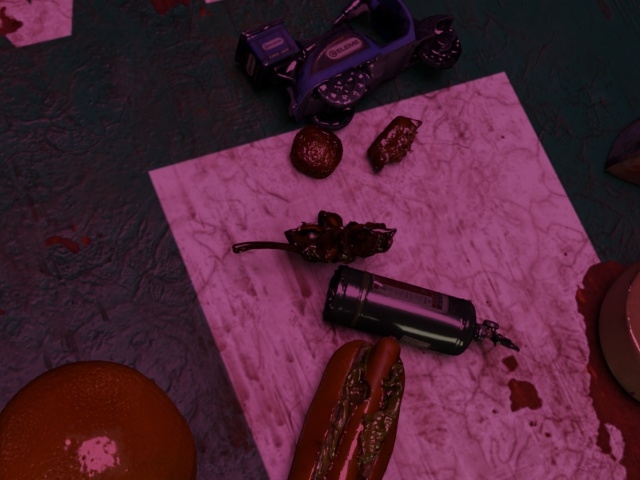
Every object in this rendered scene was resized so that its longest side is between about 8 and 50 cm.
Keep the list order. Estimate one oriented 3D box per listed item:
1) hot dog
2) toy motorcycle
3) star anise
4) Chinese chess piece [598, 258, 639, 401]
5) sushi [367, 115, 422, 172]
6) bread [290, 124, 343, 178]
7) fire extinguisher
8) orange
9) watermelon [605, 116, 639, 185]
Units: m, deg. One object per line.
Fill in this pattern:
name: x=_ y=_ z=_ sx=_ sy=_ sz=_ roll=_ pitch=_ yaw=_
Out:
hot dog: x=0.041 y=0.280 z=1.672 sx=0.135 sy=0.100 sz=0.337 roll=22 pitch=66 yaw=-3
toy motorcycle: x=0.058 y=-0.320 z=1.915 sx=0.358 sy=0.125 sz=0.213 roll=-28 pitch=75 yaw=-23
star anise: x=-0.003 y=-0.002 z=1.774 sx=0.234 sy=0.177 sz=0.073 roll=5 pitch=104 yaw=6
Chinese chess piece: x=0.572 y=0.147 z=1.858 sx=0.273 sy=0.102 sz=0.273 roll=6 pitch=65 yaw=-12
sushi: x=0.122 y=-0.158 z=1.903 sx=0.060 sy=0.061 sz=0.118 roll=41 pitch=84 yaw=-4
bread: x=-0.005 y=-0.143 z=1.863 sx=0.085 sy=0.053 sz=0.085 roll=5 pitch=67 yaw=-12
fire extinguisher: x=0.155 y=0.114 z=1.775 sx=0.294 sy=0.118 sz=0.093 roll=16 pitch=100 yaw=-7
orange: x=-0.296 y=0.290 z=1.498 sx=0.274 sy=0.274 sz=0.274 roll=5 pitch=67 yaw=-12
watermelon: x=0.669 y=-0.165 z=1.970 sx=0.322 sy=0.175 sz=0.188 roll=16 pitch=66 yaw=-8
